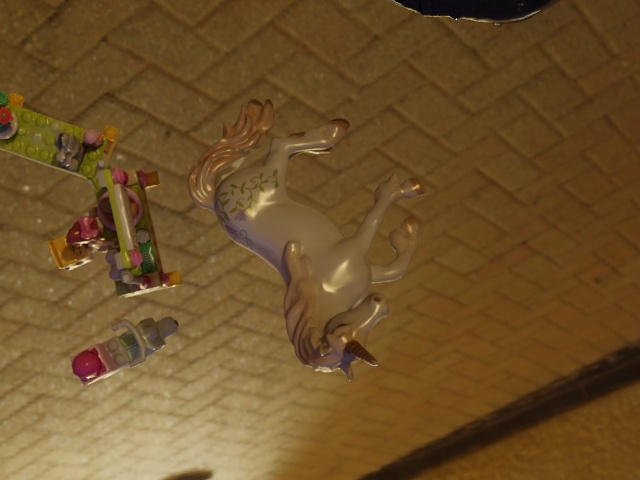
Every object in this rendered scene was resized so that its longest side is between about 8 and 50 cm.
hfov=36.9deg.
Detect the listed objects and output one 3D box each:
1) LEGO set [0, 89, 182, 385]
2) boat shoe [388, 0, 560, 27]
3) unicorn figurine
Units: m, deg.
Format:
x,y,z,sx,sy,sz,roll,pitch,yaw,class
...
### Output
x,y,z,sx,sy,sz,roll,pitch,yaw,class
-0.196,-0.039,0.705,0.132,0.287,0.107,-35,176,-2,LEGO set
0.132,-0.159,0.389,0.340,0.158,0.127,13,-162,12,boat shoe
0.000,0.000,0.463,0.111,0.162,0.060,-42,146,-28,unicorn figurine
